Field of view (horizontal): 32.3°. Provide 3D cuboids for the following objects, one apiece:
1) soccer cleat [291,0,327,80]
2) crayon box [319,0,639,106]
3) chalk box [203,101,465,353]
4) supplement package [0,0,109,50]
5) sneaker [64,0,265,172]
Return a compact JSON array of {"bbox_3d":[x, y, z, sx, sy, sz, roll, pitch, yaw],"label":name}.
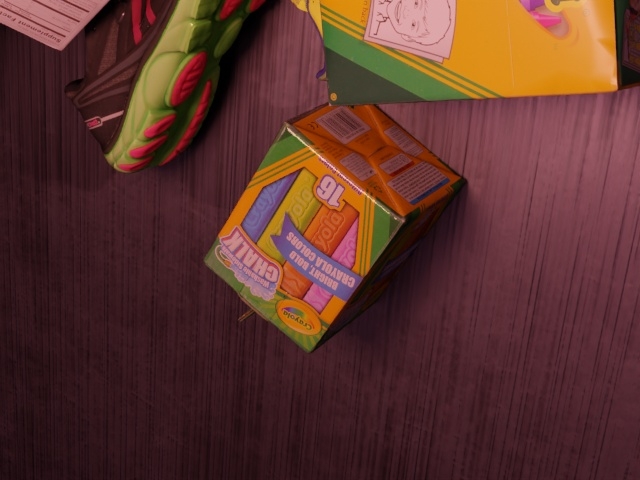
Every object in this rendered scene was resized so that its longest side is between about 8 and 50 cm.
[{"bbox_3d":[0.007,-0.314,1.242,0.121,0.093,0.289,-6,106,29],"label":"soccer cleat"},{"bbox_3d":[0.143,-0.318,1.053,0.313,0.106,0.362,2,102,38],"label":"crayon box"},{"bbox_3d":[0.000,0.000,1.316,0.179,0.180,0.289,40,124,11],"label":"chalk box"},{"bbox_3d":[-0.280,-0.352,1.232,0.244,0.134,0.139,-34,47,36],"label":"supplement package"},{"bbox_3d":[-0.183,-0.298,1.306,0.202,0.185,0.482,41,120,13],"label":"sneaker"}]
